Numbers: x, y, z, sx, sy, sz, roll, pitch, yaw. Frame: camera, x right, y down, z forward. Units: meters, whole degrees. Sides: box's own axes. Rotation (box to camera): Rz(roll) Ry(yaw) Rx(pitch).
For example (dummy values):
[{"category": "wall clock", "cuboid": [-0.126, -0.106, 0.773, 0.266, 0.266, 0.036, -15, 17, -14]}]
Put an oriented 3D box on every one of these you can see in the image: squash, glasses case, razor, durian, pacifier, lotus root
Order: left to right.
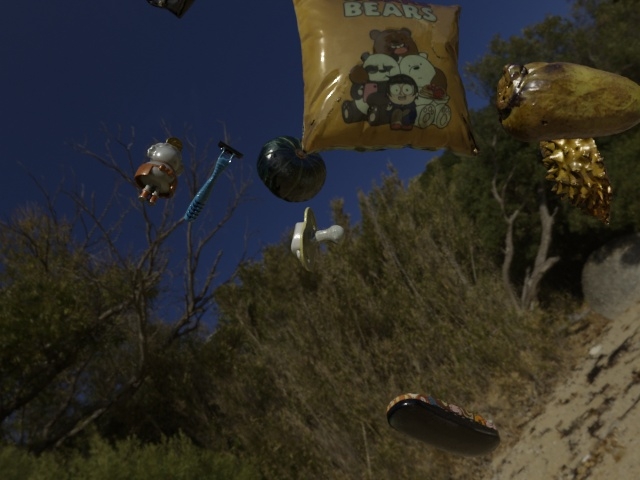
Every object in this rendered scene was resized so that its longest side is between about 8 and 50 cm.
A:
[{"category": "razor", "cuboid": [-0.324, -0.164, 1.316, 0.082, 0.042, 0.253, 31, -87, -19]}, {"category": "squash", "cuboid": [-0.100, -0.248, 1.570, 0.252, 0.252, 0.165, -14, -25, -44]}, {"category": "pacifier", "cuboid": [0.000, 0.000, 0.542, 0.083, 0.064, 0.068, -80, -21, -43]}, {"category": "glasses case", "cuboid": [0.325, 0.490, 1.187, 0.321, 0.082, 0.122, 25, -55, -13]}, {"category": "durian", "cuboid": [0.560, -0.201, 1.032, 0.112, 0.341, 0.191, -25, -45, 29]}, {"category": "lotus root", "cuboid": [0.306, -0.160, 0.533, 0.094, 0.191, 0.108, 91, -171, -50]}]

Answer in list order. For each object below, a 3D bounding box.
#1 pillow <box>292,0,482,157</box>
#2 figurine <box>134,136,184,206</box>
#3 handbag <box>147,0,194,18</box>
[{"category": "pillow", "cuboid": [0.108, -0.285, 0.760, 0.310, 0.312, 0.119, -1, -16, -6]}, {"category": "figurine", "cuboid": [-0.541, -0.244, 1.544, 0.271, 0.143, 0.143, -66, -26, -15]}, {"category": "handbag", "cuboid": [-0.420, -0.720, 1.106, 0.152, 0.343, 0.287, -6, -68, -88]}]
